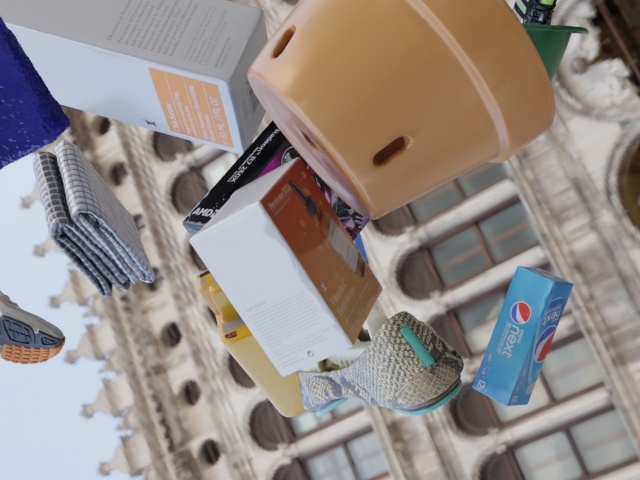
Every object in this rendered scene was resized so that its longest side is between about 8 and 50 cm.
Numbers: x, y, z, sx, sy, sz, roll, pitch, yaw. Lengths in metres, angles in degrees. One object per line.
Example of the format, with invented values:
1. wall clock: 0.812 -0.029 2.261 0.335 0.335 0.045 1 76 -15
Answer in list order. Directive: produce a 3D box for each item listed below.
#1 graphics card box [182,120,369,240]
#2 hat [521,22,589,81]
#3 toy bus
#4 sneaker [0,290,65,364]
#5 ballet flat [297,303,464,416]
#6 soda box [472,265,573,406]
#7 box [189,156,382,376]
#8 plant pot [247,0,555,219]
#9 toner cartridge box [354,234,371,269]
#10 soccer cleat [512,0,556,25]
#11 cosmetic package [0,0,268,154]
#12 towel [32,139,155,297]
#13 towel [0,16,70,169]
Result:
1. graphics card box: -0.031 -0.074 1.582 0.371 0.094 0.232 -50 -53 -24
2. hat: 0.240 -0.175 1.212 0.208 0.173 0.183 -18 -67 -61
3. toy bus: -0.097 0.172 1.720 0.332 0.108 0.130 59 -168 -45
4. sneaker: -0.503 0.092 1.464 0.263 0.099 0.121 23 -142 -9
5. ballet flat: 0.057 0.169 1.490 0.164 0.483 0.182 -34 -87 -20
6. soda box: 0.315 0.149 1.514 0.071 0.210 0.067 27 -167 40
7. box: -0.030 0.025 0.981 0.170 0.091 0.130 57 -152 -13
8. plant pot: 0.063 -0.160 0.994 0.291 0.203 0.291 49 176 5
9. toner cartridge box: 0.000 0.000 1.954 0.347 0.165 0.075 -104 -3 -58
10. soccer cleat: 0.299 -0.320 1.348 0.072 0.060 0.178 -141 58 -75
11. cosmetic package: -0.321 -0.323 1.681 0.230 0.453 0.161 81 -152 -63
12. towel: -0.481 -0.038 2.030 0.235 0.121 0.283 61 -179 42
13. towel: -0.497 -0.226 1.259 0.308 0.228 0.076 62 -179 -27
